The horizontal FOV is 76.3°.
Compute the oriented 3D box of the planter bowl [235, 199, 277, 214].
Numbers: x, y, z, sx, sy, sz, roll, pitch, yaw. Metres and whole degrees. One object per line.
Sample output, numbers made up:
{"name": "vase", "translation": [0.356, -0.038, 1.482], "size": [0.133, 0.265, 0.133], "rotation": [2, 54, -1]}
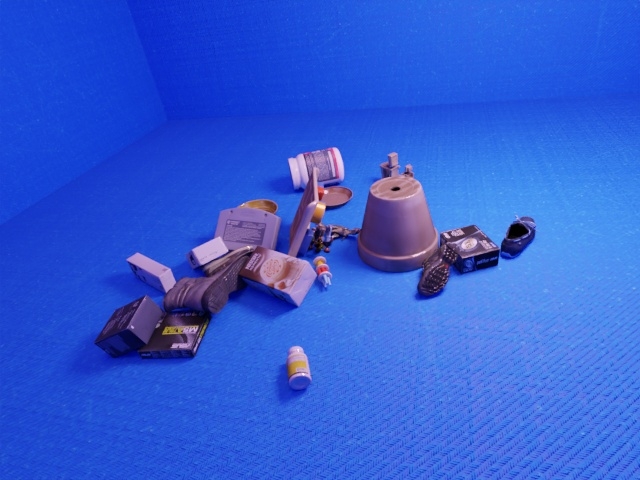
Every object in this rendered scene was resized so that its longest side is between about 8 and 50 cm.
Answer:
{"name": "planter bowl", "translation": [-0.300, -0.103, 1.914], "size": [0.217, 0.090, 0.217], "rotation": [-6, 35, 4]}

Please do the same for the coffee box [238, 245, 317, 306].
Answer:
{"name": "coffee box", "translation": [-0.158, 0.127, 1.496], "size": [0.247, 0.098, 0.141], "rotation": [15, 62, 32]}

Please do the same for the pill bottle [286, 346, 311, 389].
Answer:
{"name": "pill bottle", "translation": [-0.065, 0.367, 1.184], "size": [0.065, 0.065, 0.116], "rotation": [-11, 33, -3]}

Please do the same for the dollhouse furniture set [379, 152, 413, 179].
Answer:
{"name": "dollhouse furniture set", "translation": [0.388, -0.385, 2.084], "size": [0.161, 0.181, 0.101], "rotation": [-29, 38, -26]}

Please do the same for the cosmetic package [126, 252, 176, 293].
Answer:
{"name": "cosmetic package", "translation": [-0.684, 0.134, 1.651], "size": [0.239, 0.098, 0.060], "rotation": [17, 44, 34]}

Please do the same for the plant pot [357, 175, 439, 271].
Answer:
{"name": "plant pot", "translation": [0.292, -0.083, 1.576], "size": [0.324, 0.280, 0.323], "rotation": [-7, 33, 5]}

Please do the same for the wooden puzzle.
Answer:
{"name": "wooden puzzle", "translation": [-0.054, -0.093, 1.677], "size": [0.081, 0.322, 0.347], "rotation": [19, 32, -9]}

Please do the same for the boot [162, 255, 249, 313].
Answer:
{"name": "boot", "translation": [-0.416, 0.151, 1.523], "size": [0.223, 0.118, 0.338], "rotation": [-1, 20, 22]}

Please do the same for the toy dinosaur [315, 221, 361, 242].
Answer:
{"name": "toy dinosaur", "translation": [0.050, -0.042, 1.773], "size": [0.268, 0.063, 0.118], "rotation": [19, 37, 40]}

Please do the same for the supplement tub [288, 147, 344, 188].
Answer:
{"name": "supplement tub", "translation": [-0.024, -0.378, 2.167], "size": [0.273, 0.191, 0.191], "rotation": [-12, 34, -4]}

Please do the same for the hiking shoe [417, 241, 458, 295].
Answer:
{"name": "hiking shoe", "translation": [0.403, 0.111, 1.451], "size": [0.227, 0.086, 0.114], "rotation": [-50, 6, -23]}

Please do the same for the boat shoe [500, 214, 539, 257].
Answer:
{"name": "boat shoe", "translation": [0.768, -0.031, 1.553], "size": [0.109, 0.088, 0.258], "rotation": [14, 40, 30]}

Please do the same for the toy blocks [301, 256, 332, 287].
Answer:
{"name": "toy blocks", "translation": [-0.023, 0.130, 1.536], "size": [0.123, 0.054, 0.148], "rotation": [-12, 34, -6]}

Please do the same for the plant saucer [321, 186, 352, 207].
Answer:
{"name": "plant saucer", "translation": [0.064, -0.210, 2.036], "size": [0.199, 0.036, 0.198], "rotation": [-7, 34, 5]}

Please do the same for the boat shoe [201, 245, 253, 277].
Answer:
{"name": "boat shoe", "translation": [-0.368, 0.093, 1.658], "size": [0.224, 0.080, 0.073], "rotation": [-25, 81, -13]}

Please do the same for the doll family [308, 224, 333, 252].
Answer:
{"name": "doll family", "translation": [0.000, 0.000, 1.665], "size": [0.076, 0.111, 0.193], "rotation": [14, -12, -11]}

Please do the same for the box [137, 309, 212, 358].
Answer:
{"name": "box", "translation": [-0.489, 0.315, 1.382], "size": [0.191, 0.045, 0.184], "rotation": [-4, 31, 9]}

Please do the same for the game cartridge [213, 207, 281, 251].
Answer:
{"name": "game cartridge", "translation": [-0.315, -0.042, 1.761], "size": [0.298, 0.062, 0.197], "rotation": [7, 76, 22]}

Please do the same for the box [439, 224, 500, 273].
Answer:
{"name": "box", "translation": [0.554, 0.029, 1.526], "size": [0.148, 0.077, 0.180], "rotation": [-13, 34, -5]}

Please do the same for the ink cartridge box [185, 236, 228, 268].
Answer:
{"name": "ink cartridge box", "translation": [-0.468, 0.051, 1.670], "size": [0.128, 0.072, 0.175], "rotation": [-29, 5, -28]}

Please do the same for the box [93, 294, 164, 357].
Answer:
{"name": "box", "translation": [-0.640, 0.289, 1.371], "size": [0.158, 0.093, 0.156], "rotation": [-25, 30, 19]}
